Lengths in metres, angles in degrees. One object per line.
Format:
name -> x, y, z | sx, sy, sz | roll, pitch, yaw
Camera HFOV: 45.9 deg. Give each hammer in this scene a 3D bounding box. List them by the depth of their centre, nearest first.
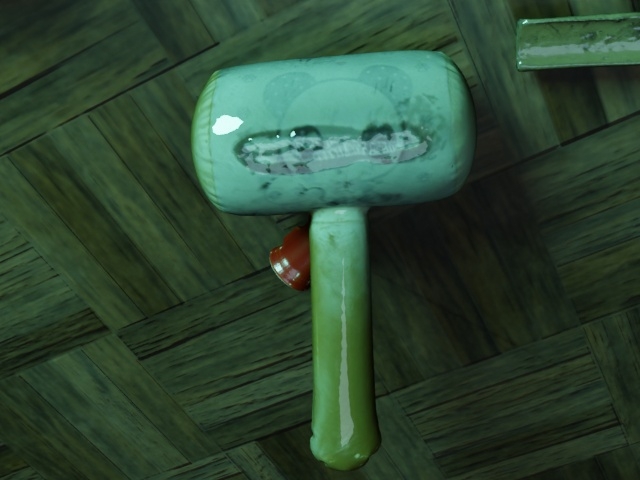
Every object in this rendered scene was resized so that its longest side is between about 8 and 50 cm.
hammer -> 0.017, 0.021, 0.552 | 0.202, 0.113, 0.305 | -4, 97, 5

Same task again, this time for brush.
brush -> 0.264, -0.146, 0.540 | 0.248, 0.036, 0.043 | -2, 114, 5

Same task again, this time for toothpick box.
toothpick box -> 0.000, 0.000, 0.634 | 0.047, 0.047, 0.083 | 35, 117, -23
